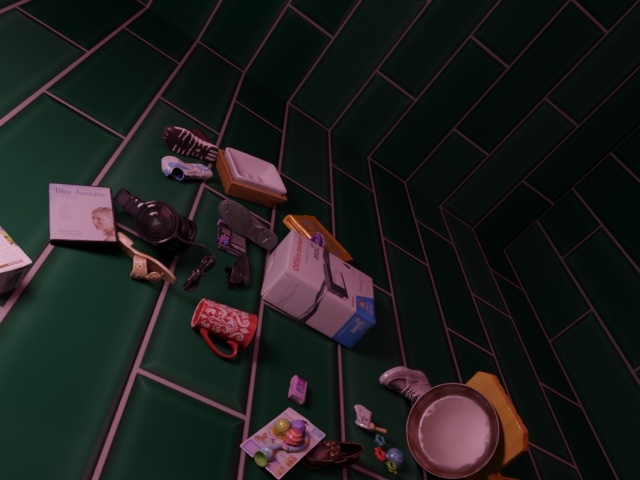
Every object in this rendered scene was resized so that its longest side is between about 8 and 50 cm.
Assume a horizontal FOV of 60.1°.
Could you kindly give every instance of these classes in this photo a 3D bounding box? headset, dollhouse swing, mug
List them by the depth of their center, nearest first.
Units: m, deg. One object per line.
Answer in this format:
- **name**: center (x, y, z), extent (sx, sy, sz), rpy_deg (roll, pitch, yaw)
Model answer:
- **mug**: center (-0.287, 0.255, 1.636), extent (0.169, 0.113, 0.150), rpy_deg (26, 28, -20)
- **headset**: center (-0.490, -0.013, 1.714), extent (0.394, 0.185, 0.243), rpy_deg (32, -6, 18)
- **dollhouse swing**: center (0.615, 0.670, 1.939), extent (0.315, 0.305, 0.347), rpy_deg (26, 29, -38)

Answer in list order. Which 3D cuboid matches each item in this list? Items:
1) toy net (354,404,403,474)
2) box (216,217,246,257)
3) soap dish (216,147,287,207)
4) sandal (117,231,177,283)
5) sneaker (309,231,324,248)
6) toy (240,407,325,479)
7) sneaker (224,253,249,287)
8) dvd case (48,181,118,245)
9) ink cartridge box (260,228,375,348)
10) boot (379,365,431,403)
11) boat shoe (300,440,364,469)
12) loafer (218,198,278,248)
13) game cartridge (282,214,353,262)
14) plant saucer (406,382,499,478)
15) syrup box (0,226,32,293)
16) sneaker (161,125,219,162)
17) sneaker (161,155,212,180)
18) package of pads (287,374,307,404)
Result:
- **toy net**: center (0.169, 0.627, 1.743), extent (0.232, 0.045, 0.122), rpy_deg (48, 29, 18)
- **box**: center (-0.331, -0.006, 2.060), extent (0.116, 0.029, 0.162), rpy_deg (28, 28, -26)
- **soap dish**: center (-0.304, -0.266, 2.390), extent (0.291, 0.118, 0.229), rpy_deg (15, 36, -41)
- **sandal**: center (-0.542, 0.077, 1.636), extent (0.240, 0.088, 0.079), rpy_deg (37, 57, 8)
- **sneaker**: center (-0.050, 0.042, 2.192), extent (0.068, 0.170, 0.071), rpy_deg (41, 9, 24)
- **toy**: center (-0.091, 0.529, 1.500), extent (0.137, 0.056, 0.237), rpy_deg (32, 27, 22)
- **sneaker**: center (-0.294, 0.101, 1.921), extent (0.089, 0.051, 0.170), rpy_deg (26, 33, -36)
- **dvd case**: center (-0.704, -0.080, 1.639), extent (0.180, 0.022, 0.253), rpy_deg (2, 43, -29)
- **ink cartridge box**: center (-0.001, 0.177, 2.060), extent (0.395, 0.166, 0.285), rpy_deg (32, 28, -16)
- **boot**: center (0.330, 0.539, 2.022), extent (0.258, 0.095, 0.123), rpy_deg (15, 30, -43)
- **boat shoe**: center (0.034, 0.601, 1.572), extent (0.207, 0.073, 0.073), rpy_deg (14, 38, -40)
- **loafer**: center (-0.280, -0.063, 2.107), extent (0.267, 0.096, 0.084), rpy_deg (40, 5, -20)
- **game cartridge**: center (0.000, 0.000, 2.388), extent (0.285, 0.053, 0.323), rpy_deg (47, 16, 11)
- **plant saucer**: center (0.439, 0.631, 1.836), extent (0.050, 0.310, 0.310), rpy_deg (48, 14, -46)
- **syrup box**: center (-0.816, 0.013, 1.323), extent (0.237, 0.093, 0.096), rpy_deg (44, 26, 7)
- **sneaker**: center (-0.567, -0.433, 2.341), extent (0.281, 0.106, 0.162), rpy_deg (24, 23, -48)
- **sneaker**: center (-0.521, -0.265, 2.164), extent (0.237, 0.085, 0.086), rpy_deg (9, 67, -52)
- **package of pads**: center (-0.069, 0.459, 1.694), extent (0.050, 0.032, 0.083), rpy_deg (36, 27, -15)
